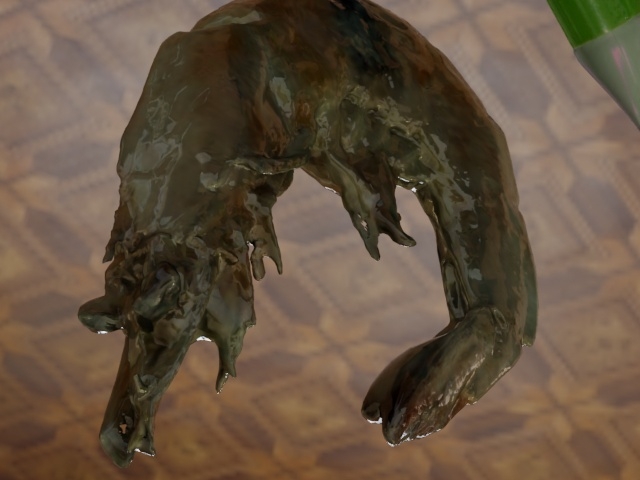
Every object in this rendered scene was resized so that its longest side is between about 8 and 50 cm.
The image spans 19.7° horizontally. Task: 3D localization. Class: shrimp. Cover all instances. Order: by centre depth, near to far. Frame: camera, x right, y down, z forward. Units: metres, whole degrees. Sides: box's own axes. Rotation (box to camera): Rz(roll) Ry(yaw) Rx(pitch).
[{"bbox_3d":[0.000,0.000,0.913,0.247,0.360,0.085,42,132,-6],"label":"shrimp"}]

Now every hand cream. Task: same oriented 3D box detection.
[{"bbox_3d":[0.212,-0.032,1.041,0.050,0.079,0.275,-22,99,52],"label":"hand cream"}]
